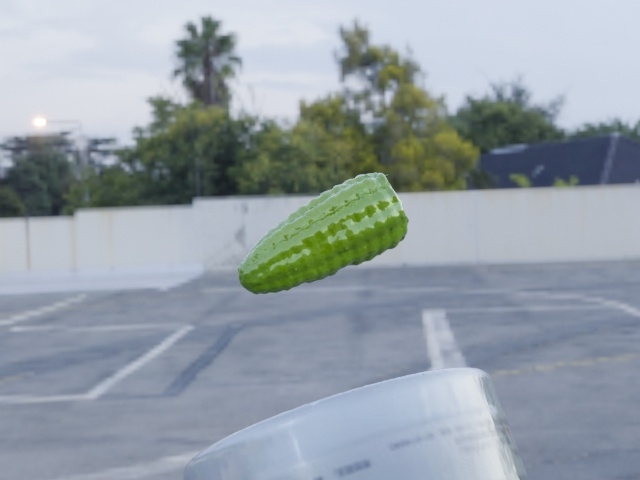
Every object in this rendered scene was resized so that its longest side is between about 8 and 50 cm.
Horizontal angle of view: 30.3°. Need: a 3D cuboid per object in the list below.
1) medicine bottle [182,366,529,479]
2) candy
[{"bbox_3d":[0.044,0.231,0.816,0.238,0.232,0.238,-17,-16,-5],"label":"medicine bottle"},{"bbox_3d":[0.000,0.000,1.353,0.209,0.097,0.097,-27,6,-12],"label":"candy"}]
